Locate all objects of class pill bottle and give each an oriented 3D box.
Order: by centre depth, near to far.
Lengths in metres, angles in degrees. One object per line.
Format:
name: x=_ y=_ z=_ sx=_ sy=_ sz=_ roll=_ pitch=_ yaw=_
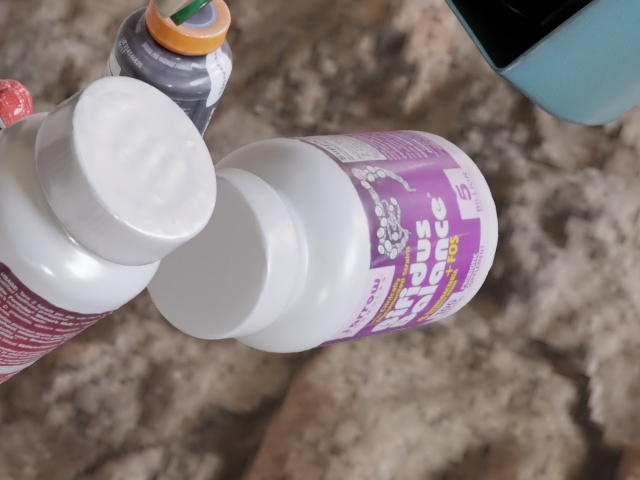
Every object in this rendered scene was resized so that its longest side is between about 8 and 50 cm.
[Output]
pill bottle: x=-0.167 y=0.000 z=1.105 sx=0.121 sy=0.221 sz=0.121 roll=27 pitch=48 yaw=-34
pill bottle: x=0.000 y=0.000 z=1.538 sx=0.301 sy=0.169 sz=0.169 roll=-9 pitch=116 yaw=-54
pill bottle: x=-0.173 y=-0.165 z=2.092 sx=0.130 sy=0.130 sz=0.246 roll=-46 pitch=168 yaw=-45

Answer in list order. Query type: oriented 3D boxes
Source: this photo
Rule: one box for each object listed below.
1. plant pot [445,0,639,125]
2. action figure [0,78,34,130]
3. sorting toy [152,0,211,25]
plant pot: x=0.182 y=-0.182 z=1.317 sx=0.165 sy=0.166 sz=0.234 roll=-36 pitch=153 yaw=10
action figure: x=-0.273 y=-0.041 z=1.555 sx=0.091 sy=0.139 sz=0.280 roll=-28 pitch=177 yaw=-30
sorting toy: x=-0.025 y=-0.201 z=1.082 sx=0.274 sy=0.046 sz=0.132 roll=-36 pitch=-175 yaw=34
